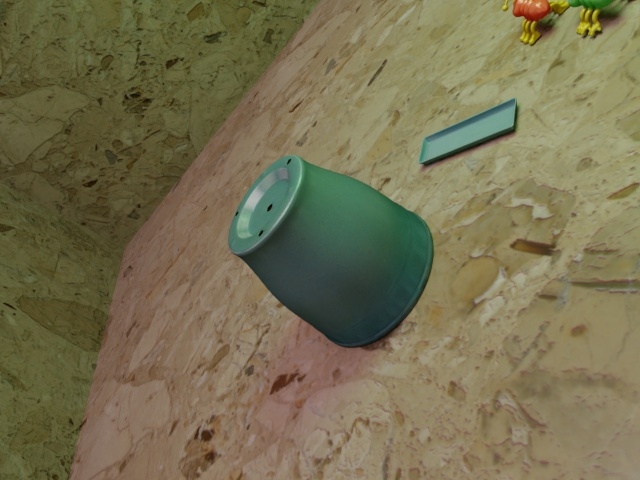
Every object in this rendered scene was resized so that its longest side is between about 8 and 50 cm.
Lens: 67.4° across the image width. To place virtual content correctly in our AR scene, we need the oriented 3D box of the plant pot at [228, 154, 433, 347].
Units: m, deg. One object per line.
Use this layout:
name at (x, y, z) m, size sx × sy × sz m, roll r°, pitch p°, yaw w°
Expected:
plant pot at (0.000, 0.000, 0.798) m, size 0.271 × 0.255 × 0.272 m, roll -37°, pitch 34°, yaw 30°

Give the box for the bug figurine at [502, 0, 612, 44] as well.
bug figurine at (0.446, -0.451, 0.779) m, size 0.279 × 0.072 × 0.216 m, roll -48°, pitch 30°, yaw 13°

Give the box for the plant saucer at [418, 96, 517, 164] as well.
plant saucer at (0.257, -0.187, 0.848) m, size 0.192 × 0.018 × 0.067 m, roll -18°, pitch 46°, yaw 49°
